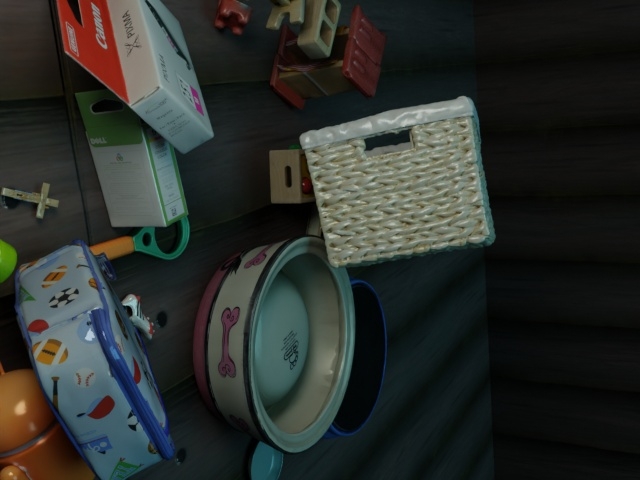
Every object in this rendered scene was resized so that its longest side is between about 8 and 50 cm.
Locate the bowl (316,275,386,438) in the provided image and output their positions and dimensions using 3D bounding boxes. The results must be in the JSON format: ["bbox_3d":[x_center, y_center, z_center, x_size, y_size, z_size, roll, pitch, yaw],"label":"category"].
[{"bbox_3d":[0.055,0.275,1.741,0.391,0.077,0.391,-5,96,-61],"label":"bowl"}]

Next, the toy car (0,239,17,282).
[{"bbox_3d":[-0.441,-0.044,0.811,0.155,0.149,0.188,49,21,-56],"label":"toy car"}]

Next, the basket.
[{"bbox_3d":[0.169,-0.098,1.457,0.331,0.328,0.266,4,77,-76],"label":"basket"}]

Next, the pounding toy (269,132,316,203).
[{"bbox_3d":[-0.040,-0.149,1.523,0.130,0.100,0.141,-13,103,-61],"label":"pounding toy"}]

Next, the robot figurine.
[{"bbox_3d":[-0.362,0.252,0.927,0.158,0.128,0.219,-51,135,-42],"label":"robot figurine"}]

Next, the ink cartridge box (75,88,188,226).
[{"bbox_3d":[-0.276,-0.125,1.083,0.062,0.109,0.209,-40,125,-54],"label":"ink cartridge box"}]

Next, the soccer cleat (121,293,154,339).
[{"bbox_3d":[-0.290,0.124,1.155,0.035,0.029,0.083,-39,122,-44],"label":"soccer cleat"}]

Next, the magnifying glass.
[{"bbox_3d":[-0.285,0.000,1.161,0.231,0.026,0.092,-24,112,-58],"label":"magnifying glass"}]

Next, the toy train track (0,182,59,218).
[{"bbox_3d":[-0.390,-0.057,0.979,0.083,0.014,0.048,16,84,-55],"label":"toy train track"}]

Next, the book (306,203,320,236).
[{"bbox_3d":[0.000,0.000,1.676,0.096,0.035,0.144,38,58,-61],"label":"book"}]

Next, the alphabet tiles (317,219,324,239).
[{"bbox_3d":[0.024,-0.038,1.649,0.237,0.009,0.198,43,54,-77],"label":"alphabet tiles"}]

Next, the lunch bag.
[{"bbox_3d":[-0.282,0.147,0.931,0.115,0.303,0.243,-26,121,-10],"label":"lunch bag"}]

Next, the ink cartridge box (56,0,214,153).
[{"bbox_3d":[-0.263,-0.286,1.017,0.239,0.060,0.275,45,20,-54],"label":"ink cartridge box"}]

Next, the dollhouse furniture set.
[{"bbox_3d":[-0.051,-0.412,1.407,0.374,0.201,0.152,33,63,-50],"label":"dollhouse furniture set"}]

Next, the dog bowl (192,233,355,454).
[{"bbox_3d":[-0.085,0.190,1.407,0.408,0.150,0.408,-4,95,-62],"label":"dog bowl"}]

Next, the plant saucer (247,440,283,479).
[{"bbox_3d":[-0.116,0.451,1.493,0.119,0.021,0.119,-2,92,-62],"label":"plant saucer"}]
